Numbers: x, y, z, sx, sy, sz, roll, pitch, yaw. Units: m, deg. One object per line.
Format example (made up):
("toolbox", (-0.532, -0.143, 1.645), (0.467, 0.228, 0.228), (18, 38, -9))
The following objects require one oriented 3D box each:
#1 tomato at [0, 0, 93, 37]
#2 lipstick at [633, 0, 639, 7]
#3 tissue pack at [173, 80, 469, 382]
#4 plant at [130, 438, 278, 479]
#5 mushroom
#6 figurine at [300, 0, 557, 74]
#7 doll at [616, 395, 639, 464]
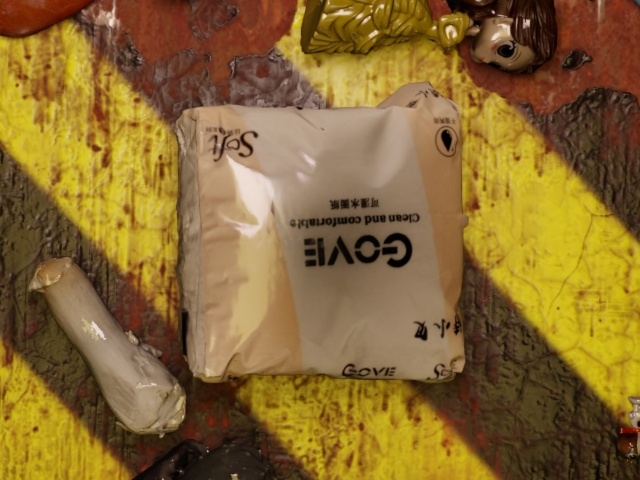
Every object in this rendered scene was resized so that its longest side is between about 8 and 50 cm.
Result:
("tomato", (-0.382, -0.376, 1.673), (0.237, 0.095, 0.236), (0, 92, -2))
("lipstick", (0.472, -0.300, 1.717), (0.274, 0.061, 0.068), (45, 88, -2))
("tissue pack", (0.000, 0.000, 1.656), (0.376, 0.195, 0.389), (-4, 92, -14))
("plant", (-0.175, 0.339, 1.670), (0.256, 0.164, 0.141), (-24, 92, 10))
("mushroom", (-0.275, 0.138, 1.692), (0.099, 0.096, 0.278), (-38, 88, -2))
("figurine", (0.150, -0.282, 1.665), (0.315, 0.168, 0.187), (13, 134, -10))
("doll", (0.419, 0.251, 1.743), (0.058, 0.040, 0.085), (-16, 96, -14))
